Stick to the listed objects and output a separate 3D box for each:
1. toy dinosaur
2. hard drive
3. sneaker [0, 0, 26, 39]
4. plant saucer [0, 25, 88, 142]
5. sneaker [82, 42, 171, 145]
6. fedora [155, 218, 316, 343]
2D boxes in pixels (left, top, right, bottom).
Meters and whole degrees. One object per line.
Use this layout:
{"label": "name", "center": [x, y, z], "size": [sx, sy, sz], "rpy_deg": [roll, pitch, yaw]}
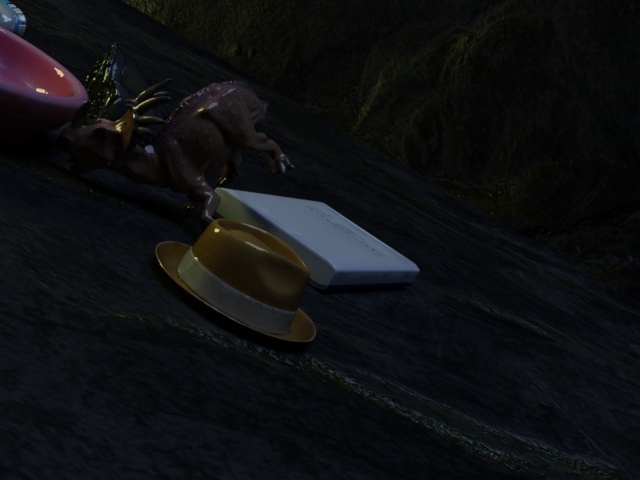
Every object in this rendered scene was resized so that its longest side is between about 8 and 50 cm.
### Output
{"label": "toy dinosaur", "center": [-0.153, -0.134, 1.301], "size": [0.127, 0.295, 0.200], "rpy_deg": [8, -50, 47]}
{"label": "hard drive", "center": [0.000, 0.000, 1.529], "size": [0.210, 0.040, 0.318], "rpy_deg": [34, 13, 22]}
{"label": "sneaker", "center": [-0.568, -0.391, 1.739], "size": [0.190, 0.071, 0.083], "rpy_deg": [35, 19, 26]}
{"label": "plant saucer", "center": [-0.442, -0.212, 1.254], "size": [0.332, 0.084, 0.332], "rpy_deg": [28, 13, -7]}
{"label": "sneaker", "center": [-0.283, -0.195, 1.561], "size": [0.130, 0.109, 0.286], "rpy_deg": [31, 19, -27]}
{"label": "fedora", "center": [-0.077, 0.032, 1.123], "size": [0.194, 0.079, 0.194], "rpy_deg": [29, 12, -7]}
